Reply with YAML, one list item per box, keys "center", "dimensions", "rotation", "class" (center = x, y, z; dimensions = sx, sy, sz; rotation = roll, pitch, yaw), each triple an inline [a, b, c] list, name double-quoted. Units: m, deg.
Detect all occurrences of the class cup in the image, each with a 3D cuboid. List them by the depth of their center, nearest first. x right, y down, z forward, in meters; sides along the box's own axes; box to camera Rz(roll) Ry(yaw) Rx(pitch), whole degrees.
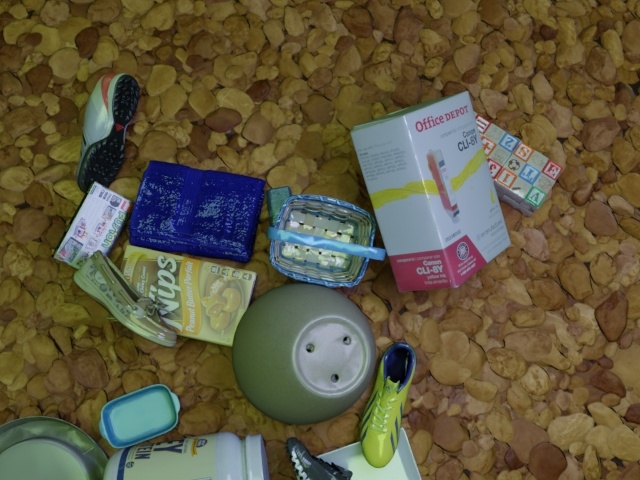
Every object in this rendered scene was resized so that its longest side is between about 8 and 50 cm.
- center: [-0.009, 0.248, 1.439]
  dimensions: [0.332, 0.237, 0.330]
  rotation: [2, 82, -17]
  class: "cup"

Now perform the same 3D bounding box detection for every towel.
- center: [-0.304, -0.075, 1.627]
  dimensions: [0.309, 0.076, 0.227]
  rotation: [10, 78, 0]
  class: "towel"
- center: [-0.098, -0.074, 1.657]
  dimensions: [0.067, 0.029, 0.119]
  rotation: [-7, 78, -5]
  class: "towel"

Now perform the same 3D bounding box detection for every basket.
- center: [0.000, 0.000, 1.496]
  dimensions: [0.255, 0.289, 0.200]
  rotation: [13, 95, -7]
  class: "basket"

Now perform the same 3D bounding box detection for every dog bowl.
- center: [-0.620, 0.566, 1.456]
  dimensions: [0.349, 0.102, 0.348]
  rotation: [0, 77, -1]
  class: "dog bowl"

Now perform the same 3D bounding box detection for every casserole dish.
- center: [-0.417, 0.407, 1.532]
  dimensions: [0.189, 0.037, 0.114]
  rotation: [-20, 79, -5]
  class: "casserole dish"

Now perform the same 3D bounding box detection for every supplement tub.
- center: [-0.274, 0.540, 1.404]
  dimensions: [0.325, 0.235, 0.235]
  rotation: [-8, 77, -4]
  class: "supplement tub"

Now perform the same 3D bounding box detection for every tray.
- center: [0.087, 0.542, 1.520]
  dimensions: [0.271, 0.030, 0.145]
  rotation: [-17, 79, -6]
  class: "tray"

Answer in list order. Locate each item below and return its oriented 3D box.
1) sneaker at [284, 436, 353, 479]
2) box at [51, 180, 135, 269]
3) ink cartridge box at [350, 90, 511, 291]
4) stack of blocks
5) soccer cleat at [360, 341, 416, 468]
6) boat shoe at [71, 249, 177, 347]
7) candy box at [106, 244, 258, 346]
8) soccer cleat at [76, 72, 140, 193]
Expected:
- center: [0.013, 0.526, 1.469]
  dimensions: [0.106, 0.078, 0.234]
  rotation: [-33, 84, -12]
  class: "sneaker"
- center: [-0.549, -0.026, 1.601]
  dimensions: [0.114, 0.036, 0.206]
  rotation: [32, 75, -28]
  class: "box"
- center: [0.255, -0.114, 1.485]
  dimensions: [0.279, 0.161, 0.384]
  rotation: [-28, 103, -44]
  class: "ink cartridge box"
- center: [0.433, -0.183, 1.669]
  dimensions: [0.297, 0.087, 0.171]
  rotation: [34, 78, 6]
  class: "stack of blocks"
- center: [0.152, 0.366, 1.500]
  dimensions: [0.094, 0.121, 0.289]
  rotation: [14, 69, 9]
  class: "soccer cleat"
- center: [-0.425, 0.133, 1.471]
  dimensions: [0.285, 0.104, 0.089]
  rotation: [36, 85, 7]
  class: "boat shoe"
- center: [-0.323, 0.136, 1.571]
  dimensions: [0.317, 0.087, 0.182]
  rotation: [12, 78, 1]
  class: "candy box"
- center: [-0.555, -0.271, 1.665]
  dimensions: [0.117, 0.109, 0.317]
  rotation: [12, 84, 31]
  class: "soccer cleat"
